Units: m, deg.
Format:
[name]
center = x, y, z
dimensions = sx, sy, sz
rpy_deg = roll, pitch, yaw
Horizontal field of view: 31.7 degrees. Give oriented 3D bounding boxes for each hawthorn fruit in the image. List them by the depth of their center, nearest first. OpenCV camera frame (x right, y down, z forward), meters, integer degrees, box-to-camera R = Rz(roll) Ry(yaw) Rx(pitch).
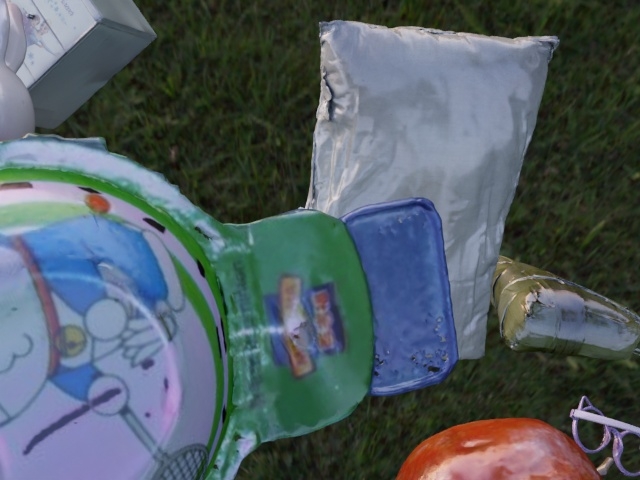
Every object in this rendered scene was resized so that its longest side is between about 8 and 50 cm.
[hawthorn fruit]
center = 0.202, 0.280, 1.124
dimensions = 0.272, 0.242, 0.242
rpy_deg = -31, 74, -36

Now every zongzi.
[zongzi]
center = 0.223, 0.052, 0.976
dimensions = 0.154, 0.130, 0.062
rpy_deg = 7, 117, -9

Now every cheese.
[cheese]
center = -0.079, 0.049, 0.495
dimensions = 0.321, 0.083, 0.203
rpy_deg = -11, 96, -23

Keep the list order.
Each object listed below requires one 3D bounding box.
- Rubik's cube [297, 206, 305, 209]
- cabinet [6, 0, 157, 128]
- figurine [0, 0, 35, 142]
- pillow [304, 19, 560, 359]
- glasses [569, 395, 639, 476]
[Rubik's cube]
center = 0.003, -0.001, 0.953
dimensions = 0.075, 0.084, 0.073
rpy_deg = -35, 59, 4
[cabinet]
center = -0.366, -0.275, 1.524
dimensions = 0.206, 0.150, 0.145
rpy_deg = -38, 77, 16
[figurine]
center = -0.265, -0.061, 0.797
dimensions = 0.155, 0.127, 0.235
rpy_deg = -15, 74, 13
[pillow]
center = 0.055, -0.025, 0.712
dimensions = 0.148, 0.050, 0.229
rpy_deg = 3, 117, -14
[glasses]
center = 0.366, 0.227, 1.291
dimensions = 0.140, 0.104, 0.062
rpy_deg = 30, 67, -20
